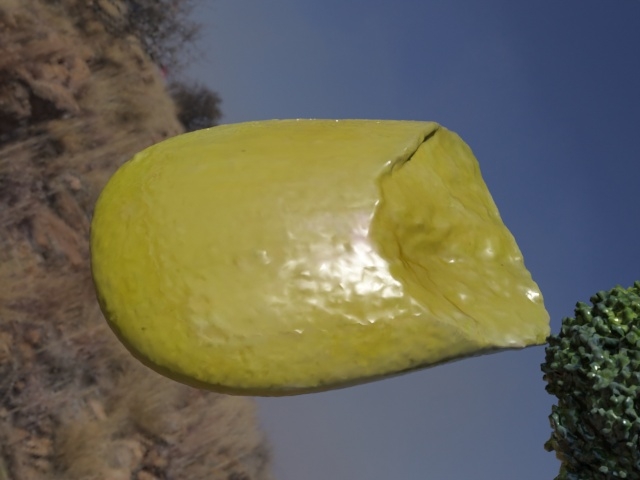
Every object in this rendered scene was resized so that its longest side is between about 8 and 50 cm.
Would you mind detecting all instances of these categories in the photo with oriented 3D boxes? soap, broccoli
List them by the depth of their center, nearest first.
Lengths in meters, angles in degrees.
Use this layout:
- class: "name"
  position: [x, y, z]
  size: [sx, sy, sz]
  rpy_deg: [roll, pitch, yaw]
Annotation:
- class: "broccoli"
  position: [0.248, 0.136, 0.512]
  size: [0.226, 0.198, 0.176]
  rpy_deg: [21, 8, -17]
- class: "soap"
  position: [0.001, -0.002, 0.812]
  size: [0.115, 0.427, 0.306]
  rpy_deg: [108, -29, -55]
